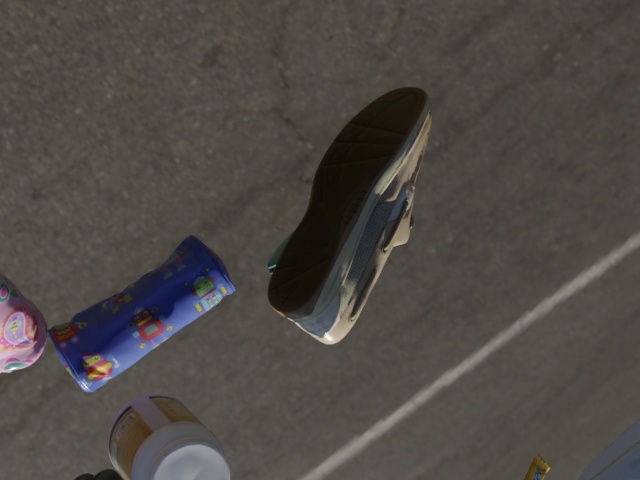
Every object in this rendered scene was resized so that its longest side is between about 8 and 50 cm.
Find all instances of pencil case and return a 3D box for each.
[{"bbox_3d":[-0.470,0.068,1.543,0.124,0.124,0.284,-37,143,-8],"label":"pencil case"},{"bbox_3d":[-0.288,0.115,1.894,0.306,0.133,0.119,-35,115,-8],"label":"pencil case"}]

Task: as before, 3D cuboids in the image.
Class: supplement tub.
[{"bbox_3d":[-0.228,0.325,1.767,0.144,0.199,0.144,-6,104,-24],"label":"supplement tub"}]

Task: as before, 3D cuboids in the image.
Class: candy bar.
[{"bbox_3d":[0.335,0.427,1.930,0.040,0.018,0.161,46,58,-25],"label":"candy bar"}]

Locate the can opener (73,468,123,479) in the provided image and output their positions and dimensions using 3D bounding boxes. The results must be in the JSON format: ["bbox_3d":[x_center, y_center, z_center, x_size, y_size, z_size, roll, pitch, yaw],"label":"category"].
[{"bbox_3d":[-0.167,0.351,1.275,0.074,0.280,0.093,-21,-154,37],"label":"can opener"}]

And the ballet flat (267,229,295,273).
[{"bbox_3d":[0.000,0.000,1.610,0.213,0.068,0.072,-46,-165,45],"label":"ballet flat"}]

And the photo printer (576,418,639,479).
[{"bbox_3d":[0.411,0.177,1.077,0.307,0.107,0.256,1,139,-44],"label":"photo printer"}]

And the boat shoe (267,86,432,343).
[{"bbox_3d":[0.050,-0.031,1.306,0.098,0.109,0.302,41,68,-39],"label":"boat shoe"}]
